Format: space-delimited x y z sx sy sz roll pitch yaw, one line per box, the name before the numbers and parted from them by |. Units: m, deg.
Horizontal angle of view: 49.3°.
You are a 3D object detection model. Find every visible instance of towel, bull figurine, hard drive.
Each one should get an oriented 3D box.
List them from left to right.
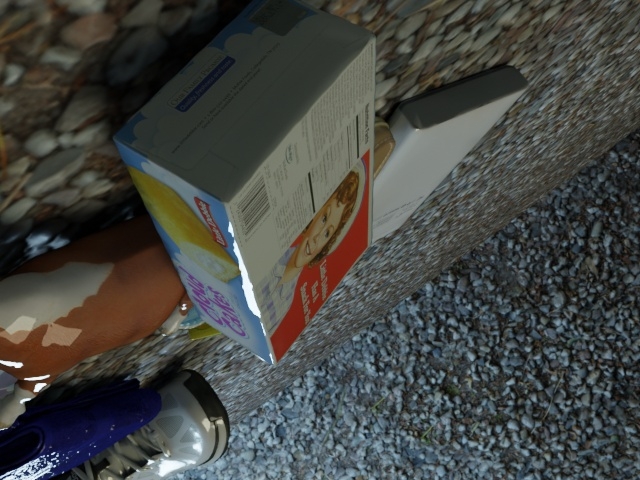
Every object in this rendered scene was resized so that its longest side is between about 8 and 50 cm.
towel | -0.378 0.275 0.956 0.228 0.076 0.308 -31 168 10
bull figurine | -0.198 0.054 0.570 0.310 0.101 0.188 -23 163 -43
hard drive | 0.113 -0.089 0.983 0.233 0.047 0.353 -26 164 -36

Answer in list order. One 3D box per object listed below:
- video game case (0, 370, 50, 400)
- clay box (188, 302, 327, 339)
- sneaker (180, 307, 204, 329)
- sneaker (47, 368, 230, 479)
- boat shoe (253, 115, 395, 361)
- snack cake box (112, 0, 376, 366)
video game case | -0.377 0.172 0.689 0.183 0.023 0.201 -32 166 -17
clay box | -0.093 0.094 0.986 0.127 0.053 0.222 -17 176 24
sneaker | -0.129 0.041 0.819 0.162 0.063 0.073 -36 159 -40
sneaker | -0.341 0.401 1.245 0.257 0.169 0.447 -26 166 -43
boat shoe | 0.000 0.000 0.792 0.302 0.098 0.109 -53 161 4
snack cake box | -0.035 -0.028 0.522 0.152 0.089 0.264 -52 160 -23
